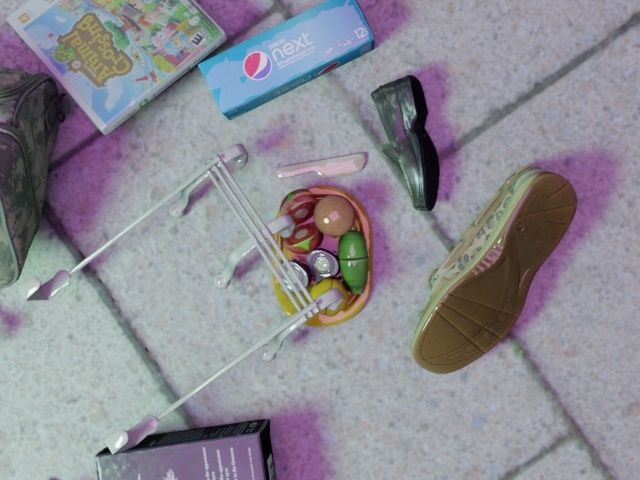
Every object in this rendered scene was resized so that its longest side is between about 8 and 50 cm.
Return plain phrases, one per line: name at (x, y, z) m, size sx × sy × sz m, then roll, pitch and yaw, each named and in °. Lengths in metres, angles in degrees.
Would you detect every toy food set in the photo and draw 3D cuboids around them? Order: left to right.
toy food set at (0.000, 0.000, 1.346) m, size 0.128 × 0.071 × 0.218 m, roll -2°, pitch 89°, yaw 3°

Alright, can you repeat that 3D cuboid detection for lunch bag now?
lunch bag at (-0.478, -0.109, 1.301) m, size 0.305 × 0.212 × 0.256 m, roll 6°, pitch 46°, yaw 2°

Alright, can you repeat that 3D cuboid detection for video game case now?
video game case at (-0.253, -0.262, 1.342) m, size 0.193 × 0.023 × 0.212 m, roll -40°, pitch 72°, yaw -7°

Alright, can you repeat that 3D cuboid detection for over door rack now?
over door rack at (-0.165, 0.067, 1.317) m, size 0.324 × 0.108 × 0.239 m, roll -34°, pitch 77°, yaw 0°

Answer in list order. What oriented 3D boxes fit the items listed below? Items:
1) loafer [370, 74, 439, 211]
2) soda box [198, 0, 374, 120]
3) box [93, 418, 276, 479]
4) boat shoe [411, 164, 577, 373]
loafer at (0.107, -0.117, 1.354) m, size 0.061 × 0.062 × 0.170 m, roll -11°, pitch 85°, yaw 25°
soda box at (-0.040, -0.229, 1.352) m, size 0.210 × 0.067 × 0.071 m, roll -26°, pitch 88°, yaw 2°
box at (-0.158, 0.313, 1.333) m, size 0.207 × 0.108 × 0.153 m, roll -7°, pitch 89°, yaw 3°
boat shoe at (0.206, 0.037, 1.337) m, size 0.104 × 0.089 × 0.285 m, roll 36°, pitch 94°, yaw -23°
